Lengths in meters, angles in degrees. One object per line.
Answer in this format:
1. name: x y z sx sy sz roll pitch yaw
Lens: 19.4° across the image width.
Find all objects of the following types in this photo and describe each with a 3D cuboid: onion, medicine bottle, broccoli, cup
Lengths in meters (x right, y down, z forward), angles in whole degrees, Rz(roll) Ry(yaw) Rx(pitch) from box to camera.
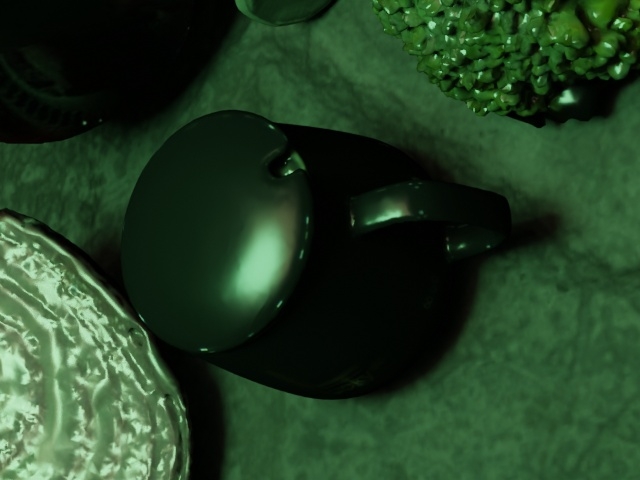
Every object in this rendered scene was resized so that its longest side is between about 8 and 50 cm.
1. onion: -0.192 0.137 1.303 0.247 0.111 0.250 42 96 12
2. medicine bottle: -0.260 -0.246 1.361 0.242 0.242 0.395 -58 39 13
3. broccoli: 0.112 -0.213 1.086 0.242 0.180 0.273 17 91 39
4. cup: 0.000 0.000 1.132 0.223 0.177 0.169 -17 67 35

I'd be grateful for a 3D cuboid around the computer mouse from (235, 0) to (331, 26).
1. computer mouse: 0.005 -0.224 1.230 0.181 0.089 0.056 -47 55 18
